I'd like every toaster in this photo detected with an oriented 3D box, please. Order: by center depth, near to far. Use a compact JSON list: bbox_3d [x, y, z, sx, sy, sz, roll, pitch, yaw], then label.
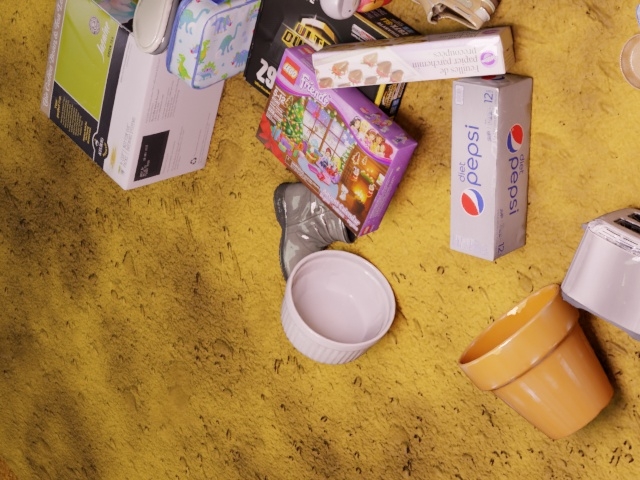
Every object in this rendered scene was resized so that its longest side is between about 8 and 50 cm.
[{"bbox_3d":[0.469,0.052,1.712,0.227,0.129,0.146,32,124,37],"label":"toaster"}]

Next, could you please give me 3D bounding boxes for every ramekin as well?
[{"bbox_3d":[0.024,0.131,2.167,0.207,0.207,0.109,52,145,19],"label":"ramekin"}]

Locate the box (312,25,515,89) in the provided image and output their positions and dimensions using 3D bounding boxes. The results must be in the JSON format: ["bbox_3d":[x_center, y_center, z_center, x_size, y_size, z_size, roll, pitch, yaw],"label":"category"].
[{"bbox_3d":[0.146,-0.292,1.883,0.324,0.067,0.063,-1,114,27],"label":"box"}]

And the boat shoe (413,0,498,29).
[{"bbox_3d":[0.187,-0.380,1.867,0.190,0.068,0.072,24,79,40],"label":"boat shoe"}]

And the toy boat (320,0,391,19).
[{"bbox_3d":[0.016,-0.523,1.951,0.267,0.148,0.318,-25,86,48],"label":"toy boat"}]

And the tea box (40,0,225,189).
[{"bbox_3d":[-0.380,-0.339,2.394,0.323,0.220,0.329,41,131,27],"label":"tea box"}]

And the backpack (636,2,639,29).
[{"bbox_3d":[0.490,-0.286,1.579,0.114,0.084,0.105,-11,94,35],"label":"backpack"}]

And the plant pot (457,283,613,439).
[{"bbox_3d":[0.355,0.204,1.858,0.188,0.205,0.205,51,137,-1],"label":"plant pot"}]

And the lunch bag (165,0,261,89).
[{"bbox_3d":[-0.179,-0.387,2.160,0.090,0.219,0.176,37,132,21],"label":"lunch bag"}]

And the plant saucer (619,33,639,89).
[{"bbox_3d":[0.467,-0.255,1.675,0.083,0.015,0.083,19,118,41],"label":"plant saucer"}]

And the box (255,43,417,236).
[{"bbox_3d":[0.020,-0.175,2.041,0.293,0.057,0.201,45,133,25],"label":"box"}]

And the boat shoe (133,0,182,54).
[{"bbox_3d":[-0.276,-0.464,2.212,0.116,0.099,0.319,-30,45,36],"label":"boat shoe"}]

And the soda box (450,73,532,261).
[{"bbox_3d":[0.271,-0.120,1.876,0.091,0.098,0.286,17,118,40],"label":"soda box"}]

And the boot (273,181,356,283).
[{"bbox_3d":[0.000,0.000,2.233,0.161,0.083,0.246,1,107,41],"label":"boot"}]

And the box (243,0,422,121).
[{"bbox_3d":[0.012,-0.324,2.089,0.322,0.079,0.257,41,133,28],"label":"box"}]
